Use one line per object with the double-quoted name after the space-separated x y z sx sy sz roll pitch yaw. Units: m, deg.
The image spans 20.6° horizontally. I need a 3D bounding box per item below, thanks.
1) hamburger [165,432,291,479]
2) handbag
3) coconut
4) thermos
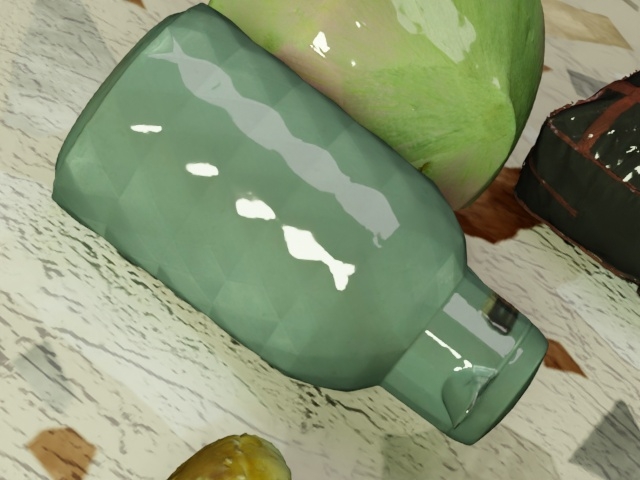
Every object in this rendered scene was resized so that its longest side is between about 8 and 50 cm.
-0.042 0.172 0.728 0.131 0.185 0.159 38 -14 -20 "hamburger"
0.270 -0.055 1.319 0.215 0.155 0.169 -28 64 -33 "handbag"
0.044 -0.113 1.153 0.236 0.236 0.204 42 72 12 "coconut"
0.000 0.000 1.015 0.286 0.145 0.182 38 20 2 "thermos"
